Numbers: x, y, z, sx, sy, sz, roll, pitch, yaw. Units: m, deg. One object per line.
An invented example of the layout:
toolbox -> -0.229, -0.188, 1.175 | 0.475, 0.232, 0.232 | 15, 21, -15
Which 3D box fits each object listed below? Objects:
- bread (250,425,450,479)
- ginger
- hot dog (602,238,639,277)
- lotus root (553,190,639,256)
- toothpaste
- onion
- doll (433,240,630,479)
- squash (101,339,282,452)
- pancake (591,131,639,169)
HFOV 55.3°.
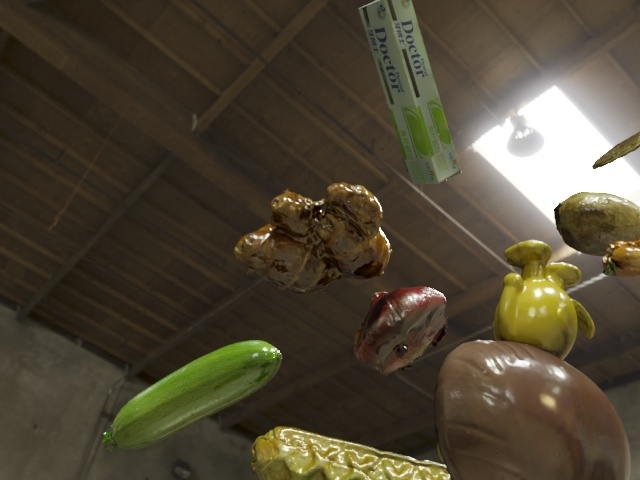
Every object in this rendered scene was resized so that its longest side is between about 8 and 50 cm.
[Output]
bread -> 0.038, 0.309, 0.805 | 0.270, 0.098, 0.087 | 12, -59, 4
ginger -> -0.010, 0.005, 1.357 | 0.358, 0.152, 0.274 | -12, -36, -5
hot dog -> 0.503, 0.022, 0.905 | 0.188, 0.055, 0.072 | -2, -15, -4
lotus root -> 0.558, -0.026, 1.180 | 0.214, 0.138, 0.138 | 20, -42, 18
toothpaste -> 0.162, -0.267, 1.101 | 0.081, 0.067, 0.336 | 7, -58, 57
onion -> 0.177, 0.203, 1.493 | 0.272, 0.195, 0.272 | -29, -34, -22
doll -> 0.139, 0.101, 0.392 | 0.096, 0.188, 0.145 | -21, -66, 46
squash -> -0.240, 0.286, 1.133 | 0.395, 0.107, 0.107 | -30, -55, 10
pancake -> 0.474, -0.144, 0.962 | 0.115, 0.115, 0.011 | -35, -91, 35
